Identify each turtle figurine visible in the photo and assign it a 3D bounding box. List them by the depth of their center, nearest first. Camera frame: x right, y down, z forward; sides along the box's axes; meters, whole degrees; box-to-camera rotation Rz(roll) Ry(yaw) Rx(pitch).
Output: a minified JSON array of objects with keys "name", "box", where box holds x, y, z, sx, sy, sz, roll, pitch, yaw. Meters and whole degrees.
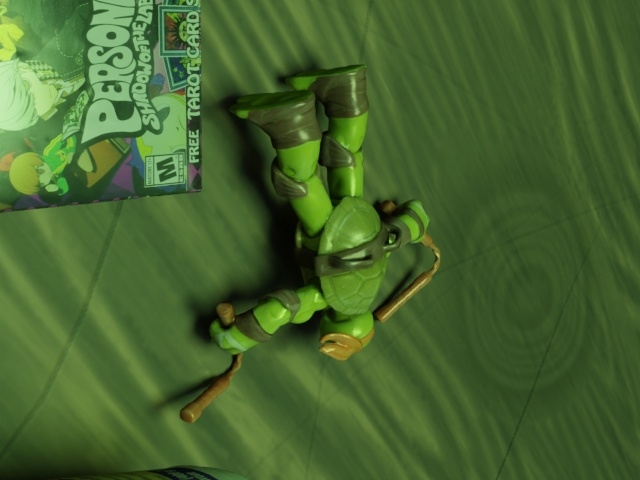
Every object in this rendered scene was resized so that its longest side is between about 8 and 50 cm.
[{"name":"turtle figurine","box":[0.000,0.000,0.751,0.269,0.087,0.217,-27,116,-36]}]

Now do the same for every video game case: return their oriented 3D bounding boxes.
[{"name":"video game case","box":[-0.161,-0.133,0.606,0.210,0.041,0.232,-8,104,-40]}]

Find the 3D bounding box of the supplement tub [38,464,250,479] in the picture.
[{"name":"supplement tub","box":[-0.173,0.244,0.539,0.331,0.241,0.241,6,95,-43]}]
